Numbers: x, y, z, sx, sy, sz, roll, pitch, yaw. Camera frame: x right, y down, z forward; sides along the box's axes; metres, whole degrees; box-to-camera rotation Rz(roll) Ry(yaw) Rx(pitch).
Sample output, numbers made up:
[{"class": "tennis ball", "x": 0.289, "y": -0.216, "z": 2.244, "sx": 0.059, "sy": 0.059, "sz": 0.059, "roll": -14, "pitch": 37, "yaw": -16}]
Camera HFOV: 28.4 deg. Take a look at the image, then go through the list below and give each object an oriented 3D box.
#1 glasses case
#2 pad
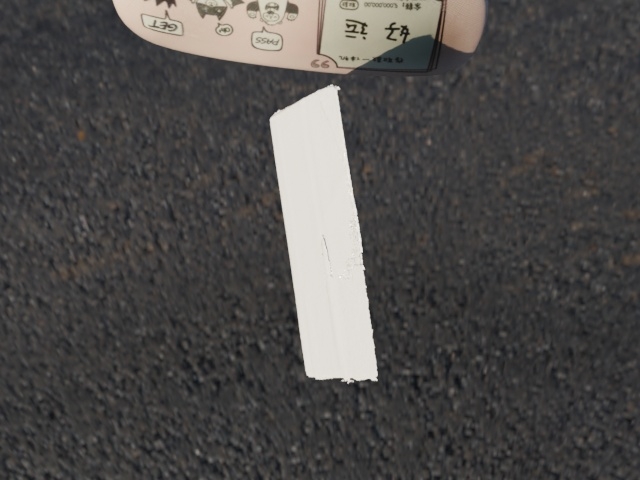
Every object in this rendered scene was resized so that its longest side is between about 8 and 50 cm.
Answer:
[{"class": "glasses case", "x": -0.019, "y": -0.202, "z": 1.047, "sx": 0.314, "sy": 0.122, "sz": 0.075, "roll": 7, "pitch": 51, "yaw": 1}, {"class": "pad", "x": 0.000, "y": 0.000, "z": 1.017, "sx": 0.004, "sy": 0.156, "sz": 0.232, "roll": -7, "pitch": 88, "yaw": -23}]
